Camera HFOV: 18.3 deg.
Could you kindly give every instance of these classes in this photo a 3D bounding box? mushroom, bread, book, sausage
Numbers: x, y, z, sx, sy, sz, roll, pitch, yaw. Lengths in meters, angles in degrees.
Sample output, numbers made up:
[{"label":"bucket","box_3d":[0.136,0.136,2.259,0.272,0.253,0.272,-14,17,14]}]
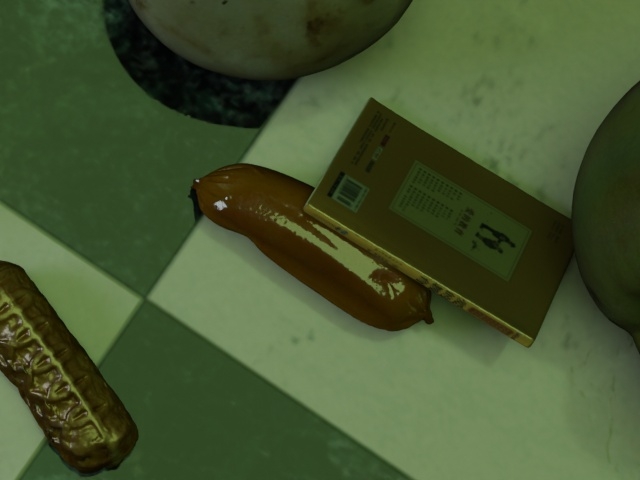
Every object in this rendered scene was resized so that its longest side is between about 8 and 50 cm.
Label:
[{"label":"mushroom","box_3d":[-0.035,-0.217,1.285,0.207,0.207,0.215,0,47,-7]},{"label":"bread","box_3d":[-0.175,0.080,1.271,0.052,0.044,0.157,-37,86,-6]},{"label":"book","box_3d":[0.084,-0.014,1.310,0.172,0.012,0.118,32,48,-1]},{"label":"sausage","box_3d":[0.000,0.000,1.304,0.183,0.054,0.062,35,44,2]}]

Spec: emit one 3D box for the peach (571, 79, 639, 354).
[{"label":"peach","box_3d":[0.310,-0.004,1.255,0.292,0.247,0.292,9,52,-11]}]
